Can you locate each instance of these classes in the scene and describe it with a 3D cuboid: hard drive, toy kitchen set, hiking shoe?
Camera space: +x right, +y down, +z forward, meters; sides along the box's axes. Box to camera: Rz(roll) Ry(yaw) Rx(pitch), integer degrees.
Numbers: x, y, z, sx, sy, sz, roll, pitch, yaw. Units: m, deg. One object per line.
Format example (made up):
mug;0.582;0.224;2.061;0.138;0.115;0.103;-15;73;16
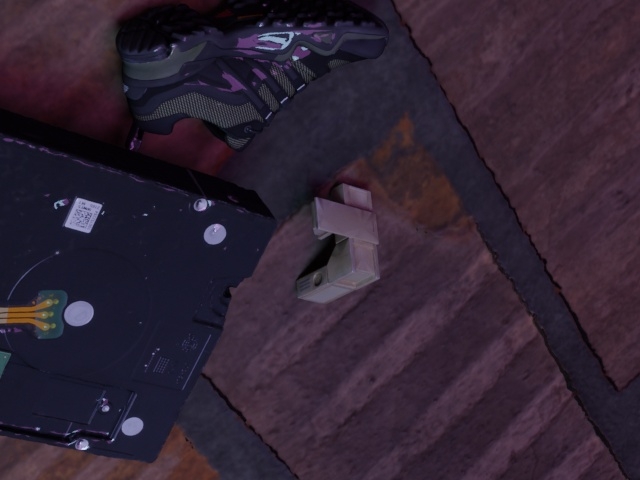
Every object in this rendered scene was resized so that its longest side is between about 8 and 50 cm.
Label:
hard drive;-0.229;0.027;0.982;0.339;0.064;0.237;16;110;-32
toy kitchen set;0.000;0.000;1.171;0.068;0.075;0.083;15;60;-38
hiking shoe;-0.053;-0.133;1.068;0.227;0.086;0.114;-10;127;-23
